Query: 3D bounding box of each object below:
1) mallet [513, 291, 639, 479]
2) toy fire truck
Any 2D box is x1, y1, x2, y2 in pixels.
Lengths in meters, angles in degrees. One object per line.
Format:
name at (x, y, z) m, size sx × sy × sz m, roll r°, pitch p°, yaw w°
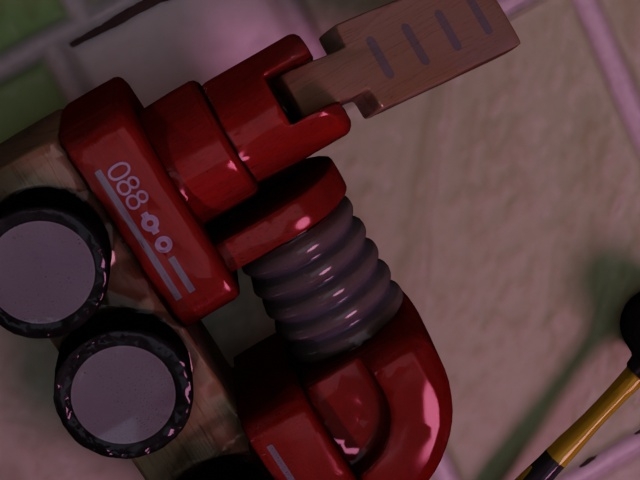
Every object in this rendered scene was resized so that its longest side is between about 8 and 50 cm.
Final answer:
mallet at (0.117, 0.097, 0.931) m, size 0.039 × 0.062 × 0.189 m, roll 41°, pitch 103°, yaw -16°
toy fire truck at (0.000, 0.000, 0.836) m, size 0.246 × 0.158 × 0.217 m, roll -31°, pitch 106°, yaw 4°
